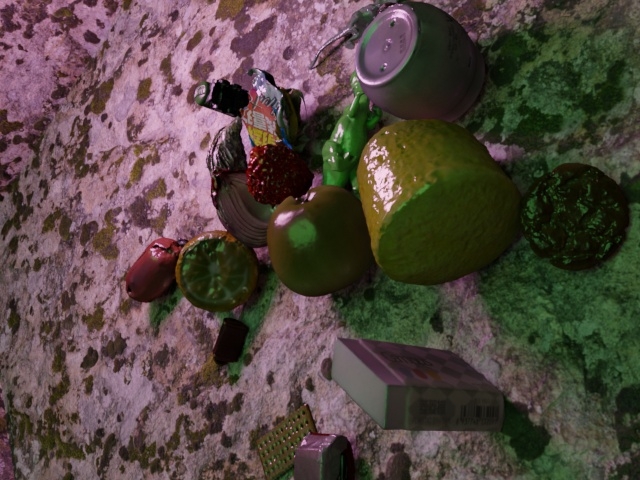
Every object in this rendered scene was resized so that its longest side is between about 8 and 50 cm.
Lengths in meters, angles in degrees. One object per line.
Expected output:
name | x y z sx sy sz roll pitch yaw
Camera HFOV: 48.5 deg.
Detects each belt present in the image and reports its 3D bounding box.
belt | 0.018 0.583 1.779 0.124 0.128 0.200 -10 75 42

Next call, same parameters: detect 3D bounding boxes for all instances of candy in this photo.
candy | -0.315 0.093 2.175 0.118 0.260 0.259 -70 5 -81

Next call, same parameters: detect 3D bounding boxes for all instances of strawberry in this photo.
strawberry | -0.130 -0.192 2.016 0.184 0.201 0.187 -49 49 -9

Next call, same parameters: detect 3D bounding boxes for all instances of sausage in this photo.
sausage | -0.577 0.106 2.490 0.279 0.152 0.152 -49 50 26

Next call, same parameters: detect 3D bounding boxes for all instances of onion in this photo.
onion | -0.224 -0.114 2.137 0.227 0.283 0.120 -48 6 -24

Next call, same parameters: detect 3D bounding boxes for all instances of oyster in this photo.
oyster | -0.287 -0.218 2.249 0.162 0.158 0.350 -161 73 -71

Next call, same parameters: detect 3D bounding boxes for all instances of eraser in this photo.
eraser | 0.210 0.302 1.476 0.213 0.397 0.082 39 107 44

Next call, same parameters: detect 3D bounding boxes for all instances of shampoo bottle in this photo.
shampoo bottle | 0.244 -0.429 1.745 0.273 0.266 0.272 -16 67 44

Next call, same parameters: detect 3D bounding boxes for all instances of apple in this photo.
apple | -0.014 0.011 1.865 0.295 0.233 0.257 -10 116 38

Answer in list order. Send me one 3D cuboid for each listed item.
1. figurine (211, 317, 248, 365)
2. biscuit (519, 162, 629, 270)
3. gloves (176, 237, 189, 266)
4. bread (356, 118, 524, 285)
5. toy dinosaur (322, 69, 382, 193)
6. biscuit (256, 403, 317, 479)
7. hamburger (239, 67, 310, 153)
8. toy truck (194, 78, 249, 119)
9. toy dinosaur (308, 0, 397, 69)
figurine | -0.297 0.314 2.210 0.098 0.083 0.154 30 101 59
biscuit | 0.520 -0.050 1.465 0.226 0.042 0.225 -1 85 16
gloves | -0.397 0.109 2.337 0.142 0.119 0.285 -38 68 17
bread | 0.256 -0.093 1.607 0.348 0.348 0.307 -44 40 27
toy dinosaur | 0.028 -0.248 2.033 0.500 0.144 0.374 -47 35 40
biscuit | -0.092 0.567 1.974 0.231 0.016 0.139 -42 51 28
hamburger | -0.123 -0.372 2.133 0.260 0.151 0.276 57 148 21
toy truck | -0.279 -0.442 2.287 0.125 0.243 0.101 4 81 58
toy dinosaur | 0.080 -0.602 2.082 0.383 0.076 0.129 -28 27 29
